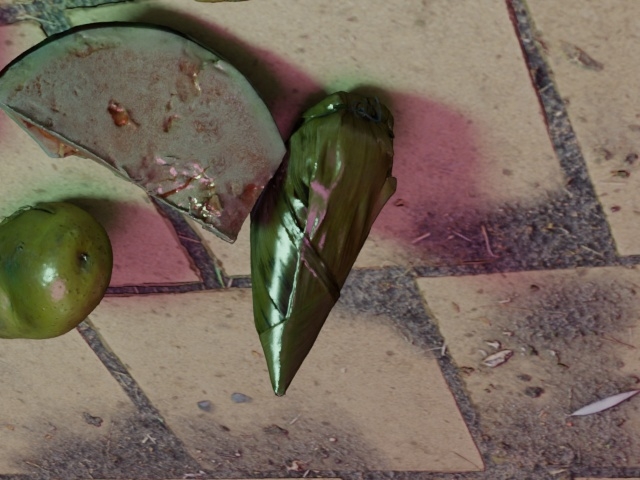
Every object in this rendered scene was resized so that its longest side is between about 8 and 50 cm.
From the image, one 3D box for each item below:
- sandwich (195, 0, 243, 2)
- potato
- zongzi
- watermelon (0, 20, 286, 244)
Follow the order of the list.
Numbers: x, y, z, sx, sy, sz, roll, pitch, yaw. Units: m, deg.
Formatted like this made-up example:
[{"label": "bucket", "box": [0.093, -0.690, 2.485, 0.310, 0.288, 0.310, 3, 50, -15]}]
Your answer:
[{"label": "sandwich", "box": [-0.045, -0.331, 1.294, 0.301, 0.099, 0.271, -3, 136, 19]}, {"label": "potato", "box": [-0.348, 0.038, 1.822, 0.143, 0.169, 0.248, -7, 173, -40]}, {"label": "zongzi", "box": [0.000, 0.000, 1.576, 0.125, 0.274, 0.251, 15, 144, -15]}, {"label": "watermelon", "box": [-0.202, -0.123, 1.554, 0.305, 0.180, 0.224, 29, 127, -17]}]
